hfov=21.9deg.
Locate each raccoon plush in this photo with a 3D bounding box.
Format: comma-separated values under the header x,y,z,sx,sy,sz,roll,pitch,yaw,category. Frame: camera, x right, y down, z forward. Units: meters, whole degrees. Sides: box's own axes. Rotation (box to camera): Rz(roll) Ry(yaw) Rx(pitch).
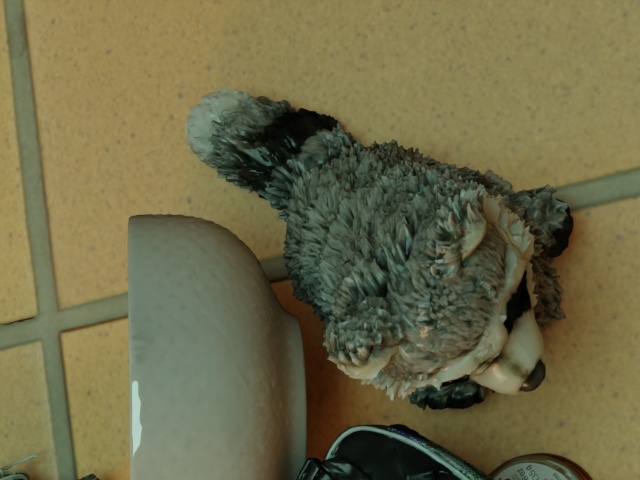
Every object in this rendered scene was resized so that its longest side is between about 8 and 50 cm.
x,y,z,sx,sy,sz,roll,pitch,yaw,category
0.000,0.000,1.329,0.446,0.299,0.216,20,91,25,raccoon plush

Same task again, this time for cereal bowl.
x,y,z,sx,sy,sz,roll,pitch,yaw,category
-0.086,0.144,1.352,0.141,0.339,0.339,0,81,-5,cereal bowl

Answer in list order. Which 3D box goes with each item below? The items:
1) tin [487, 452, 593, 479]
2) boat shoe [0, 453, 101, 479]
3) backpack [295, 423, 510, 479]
x,y,z,sx,sy,sz,roll,pitch,yaw,category
0.148,0.254,1.372,0.189,0.040,0.106,-42,64,13,tin
-0.308,0.254,1.542,0.254,0.095,0.079,-22,85,29,boat shoe
0.097,0.284,1.264,0.253,0.191,0.225,28,91,27,backpack
